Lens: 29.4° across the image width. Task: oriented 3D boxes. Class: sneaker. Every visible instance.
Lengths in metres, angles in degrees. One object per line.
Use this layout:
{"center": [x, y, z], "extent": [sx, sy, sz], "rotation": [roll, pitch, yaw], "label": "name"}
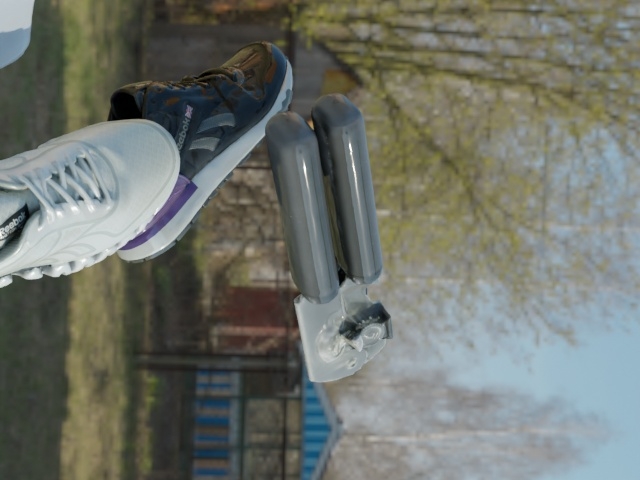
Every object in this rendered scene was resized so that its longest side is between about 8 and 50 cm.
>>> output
{"center": [-0.221, -0.022, 0.938], "extent": [0.118, 0.292, 0.110], "rotation": [-27, -88, 57], "label": "sneaker"}
{"center": [-0.130, -0.120, 1.172], "extent": [0.124, 0.107, 0.283], "rotation": [54, 52, -29], "label": "sneaker"}

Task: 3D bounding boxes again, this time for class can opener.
{"center": [0.000, 0.000, 0.957], "extent": [0.095, 0.076, 0.283], "rotation": [52, -21, 44], "label": "can opener"}

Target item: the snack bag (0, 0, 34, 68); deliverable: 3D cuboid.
{"center": [-0.331, -0.134, 0.822], "extent": [0.037, 0.323, 0.342], "rotation": [56, -24, 4], "label": "snack bag"}
